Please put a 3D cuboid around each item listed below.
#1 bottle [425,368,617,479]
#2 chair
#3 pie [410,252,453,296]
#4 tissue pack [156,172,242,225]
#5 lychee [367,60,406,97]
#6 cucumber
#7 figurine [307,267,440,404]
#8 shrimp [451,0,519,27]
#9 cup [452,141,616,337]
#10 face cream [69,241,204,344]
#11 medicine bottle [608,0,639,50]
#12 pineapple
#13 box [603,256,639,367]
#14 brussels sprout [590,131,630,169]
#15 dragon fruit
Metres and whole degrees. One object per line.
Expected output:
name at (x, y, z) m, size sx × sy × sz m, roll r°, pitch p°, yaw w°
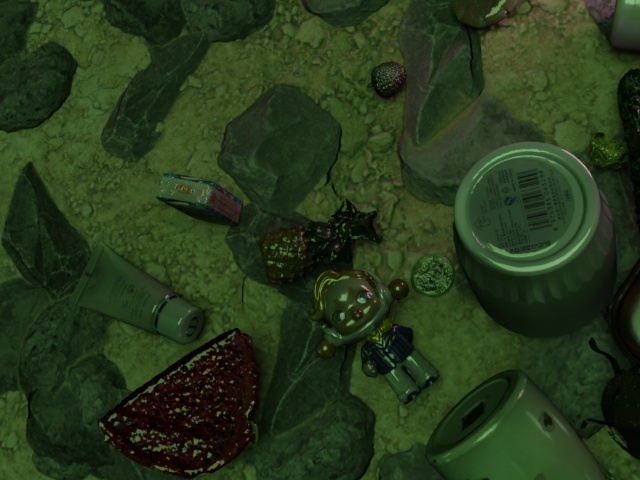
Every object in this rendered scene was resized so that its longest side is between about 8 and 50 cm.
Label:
bottle at (0.356, 0.392, 1.209) m, size 0.229 × 0.229 × 0.351 m, roll -44°, pitch 91°, yaw 2°
chair at (0.515, 0.269, 1.208) m, size 0.174 × 0.213 × 0.149 m, roll -3°, pitch 57°, yaw 43°
pie at (0.210, 0.063, 1.427) m, size 0.085 × 0.017 × 0.085 m, roll -3°, pitch 77°, yaw 14°
tissue pack at (-0.234, -0.080, 1.507) m, size 0.116 × 0.155 × 0.065 m, roll 11°, pitch 80°, yaw 18°
lychee at (0.132, -0.318, 1.510) m, size 0.083 × 0.068 × 0.067 m, roll -31°, pitch 113°, yaw 3°
cucumber at (0.566, -0.158, 1.300) m, size 0.096 × 0.096 × 0.359 m, roll -4°, pitch 53°, yaw 14°
figurine at (0.104, 0.157, 1.385) m, size 0.274 × 0.133 × 0.193 m, roll 28°, pitch 89°, yaw 9°
shrimp at (0.352, -0.530, 1.501) m, size 0.145 × 0.059 × 0.254 m, roll 32°, pitch 93°, yaw 29°
cup at (0.343, 0.002, 1.230) m, size 0.253 × 0.371 × 0.253 m, roll -7°, pitch 70°, yaw 19°
face cream at (-0.376, 0.115, 1.544) m, size 0.314 × 0.089 × 0.143 m, roll 22°, pitch 85°, yaw 26°
medicine bottle at (0.650, -0.400, 1.340) m, size 0.255 × 0.152 × 0.152 m, roll 10°, pitch 81°, yaw 16°
pineapple at (0.000, 0.000, 1.454) m, size 0.237 × 0.111 × 0.119 m, roll -19°, pitch 89°, yaw 5°
box at (0.666, 0.063, 1.254) m, size 0.263 × 0.108 × 0.404 m, roll 35°, pitch 88°, yaw 21°
brussels sprout at (0.524, -0.158, 1.373) m, size 0.085 × 0.058 × 0.085 m, roll -4°, pitch 45°, yaw 4°
dragon fruit at (-0.224, 0.318, 1.434) m, size 0.317 × 0.152 × 0.205 m, roll -32°, pitch 92°, yaw -3°
